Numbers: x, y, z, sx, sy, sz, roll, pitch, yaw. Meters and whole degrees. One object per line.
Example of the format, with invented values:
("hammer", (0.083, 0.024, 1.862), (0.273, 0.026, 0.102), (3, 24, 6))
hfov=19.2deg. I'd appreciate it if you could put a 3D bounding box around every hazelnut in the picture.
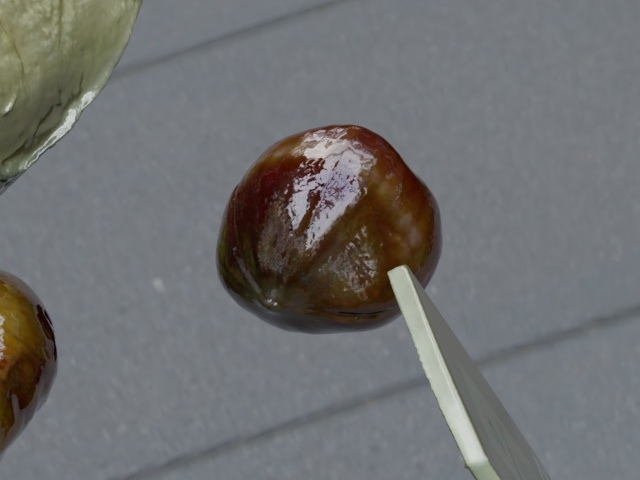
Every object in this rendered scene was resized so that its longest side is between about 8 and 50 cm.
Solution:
("hazelnut", (0.000, 0.000, 1.894), (0.229, 0.229, 0.229), (-8, 48, 9))

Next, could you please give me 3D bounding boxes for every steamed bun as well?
("steamed bun", (-0.209, -0.061, 1.005), (0.231, 0.212, 0.110), (-44, 76, 23))

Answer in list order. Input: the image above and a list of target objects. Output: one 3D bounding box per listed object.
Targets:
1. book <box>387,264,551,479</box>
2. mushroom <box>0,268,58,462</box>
("book", (0.151, 0.181, 1.513), (0.021, 0.310, 0.217), (-29, 42, 8))
("mushroom", (-0.317, 0.176, 1.297), (0.345, 0.345, 0.260), (-37, 92, -17))
